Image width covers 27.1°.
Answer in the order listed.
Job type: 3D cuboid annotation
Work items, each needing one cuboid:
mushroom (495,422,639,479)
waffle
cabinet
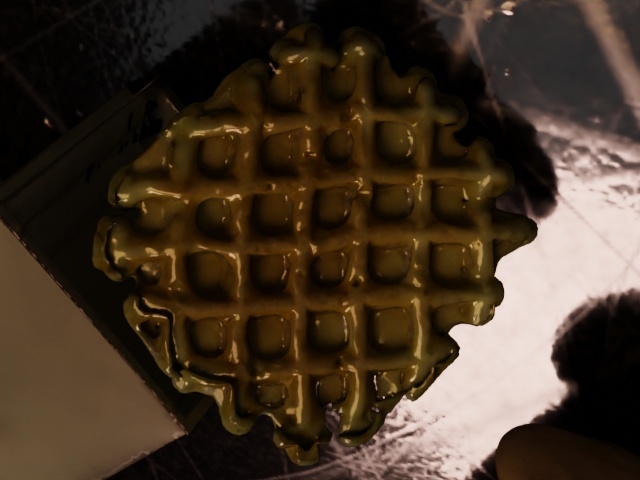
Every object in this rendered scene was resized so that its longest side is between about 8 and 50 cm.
[{"bbox_3d":[0.104,0.222,0.712,0.159,0.122,0.328,6,132,-19],"label":"mushroom"},{"bbox_3d":[0.000,0.000,0.595,0.183,0.036,0.169,-43,97,-5],"label":"waffle"},{"bbox_3d":[-0.141,0.040,0.691,0.206,0.145,0.150,-32,101,38],"label":"cabinet"}]
